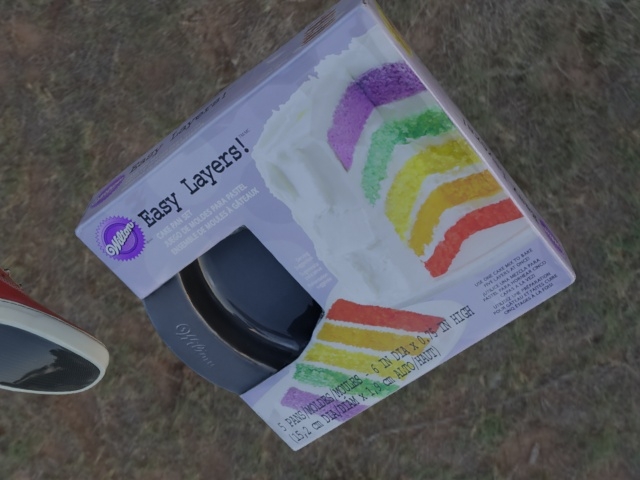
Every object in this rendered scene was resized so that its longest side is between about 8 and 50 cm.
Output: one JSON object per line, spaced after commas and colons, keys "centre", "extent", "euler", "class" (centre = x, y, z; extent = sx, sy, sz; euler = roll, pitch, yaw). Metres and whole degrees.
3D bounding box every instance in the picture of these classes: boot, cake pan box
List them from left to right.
{"centre": [-0.292, 0.027, 0.750], "extent": [0.244, 0.176, 0.088], "euler": [32, 120, -35], "class": "boot"}
{"centre": [0.000, 0.000, 0.601], "extent": [0.266, 0.070, 0.246], "euler": [-33, 109, 18], "class": "cake pan box"}
